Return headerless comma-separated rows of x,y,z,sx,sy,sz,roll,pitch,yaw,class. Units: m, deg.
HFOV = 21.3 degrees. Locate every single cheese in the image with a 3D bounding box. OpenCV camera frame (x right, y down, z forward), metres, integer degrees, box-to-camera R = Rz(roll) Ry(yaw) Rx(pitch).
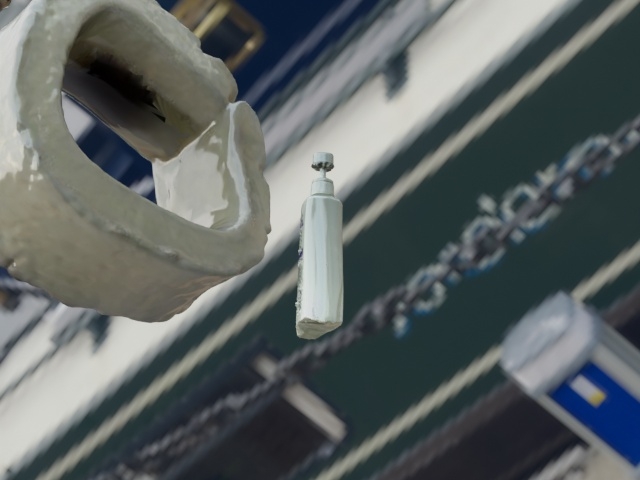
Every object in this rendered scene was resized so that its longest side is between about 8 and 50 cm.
-0.200,-0.087,1.688,0.153,0.332,0.292,-28,35,39,cheese

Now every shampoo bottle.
0.000,0.000,1.254,0.049,0.034,0.141,109,164,-70,shampoo bottle

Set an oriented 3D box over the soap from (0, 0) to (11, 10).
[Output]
-0.192,-0.183,0.592,0.160,0.257,0.080,-11,51,50,soap
